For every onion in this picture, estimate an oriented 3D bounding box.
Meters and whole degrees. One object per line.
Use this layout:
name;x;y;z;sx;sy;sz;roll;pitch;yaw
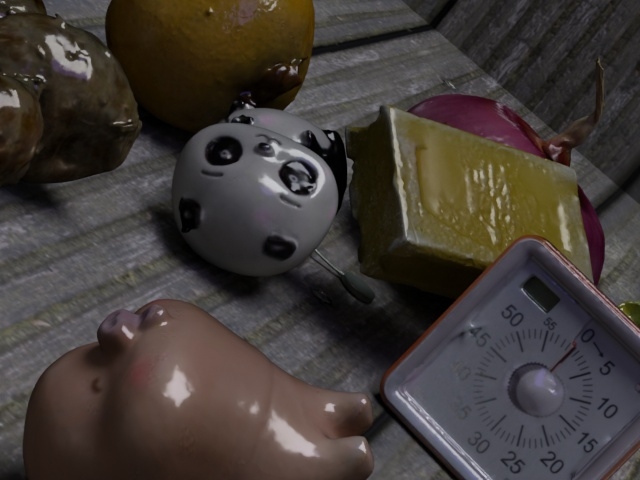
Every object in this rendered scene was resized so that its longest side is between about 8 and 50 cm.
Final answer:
onion;0.252;-0.039;2.458;0.358;0.345;0.358;-13;90;-68

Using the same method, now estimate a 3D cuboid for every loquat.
loquat;-0.126;-0.257;2.284;0.275;0.275;0.275;35;18;-13

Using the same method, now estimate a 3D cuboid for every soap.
soap;0.178;-0.028;2.151;0.315;0.091;0.199;16;58;-35

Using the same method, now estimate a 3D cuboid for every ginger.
ginger;-0.334;-0.182;1.859;0.256;0.176;0.375;5;35;-35

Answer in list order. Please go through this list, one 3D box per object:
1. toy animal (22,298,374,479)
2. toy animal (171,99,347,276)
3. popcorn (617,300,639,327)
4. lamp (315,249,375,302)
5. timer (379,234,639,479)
toy animal;-0.080;0.189;1.407;0.237;0.269;0.326;-95;164;-65
toy animal;-0.070;-0.053;2.061;0.187;0.165;0.235;17;16;6
popcorn;0.409;0.164;2.571;0.136;0.162;0.141;6;-9;6
lamp;0.000;0.000;2.264;0.198;0.056;0.050;40;15;-7
timer;0.248;0.160;2.033;0.257;0.250;0.161;45;19;18
